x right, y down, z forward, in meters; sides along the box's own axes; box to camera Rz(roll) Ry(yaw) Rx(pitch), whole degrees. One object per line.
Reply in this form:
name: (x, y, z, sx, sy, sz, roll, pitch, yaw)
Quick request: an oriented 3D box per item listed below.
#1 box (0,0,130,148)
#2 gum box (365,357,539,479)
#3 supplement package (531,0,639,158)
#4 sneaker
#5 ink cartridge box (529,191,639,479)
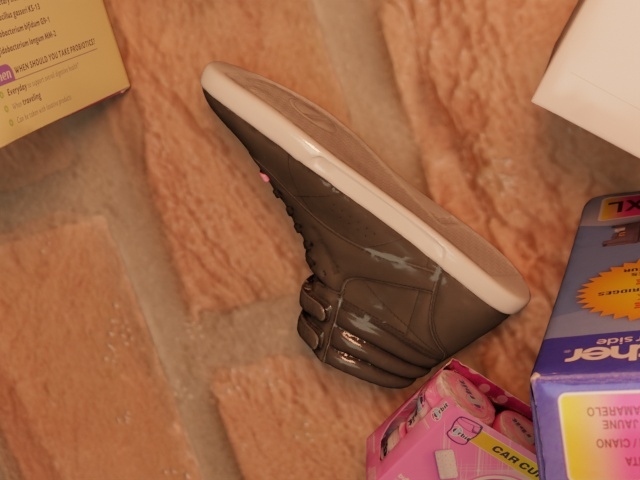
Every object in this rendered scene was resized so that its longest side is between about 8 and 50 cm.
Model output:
box: (-0.265, -0.191, 0.825, 0.117, 0.213, 0.243, -10, 106, 20)
gum box: (0.132, 0.180, 0.889, 0.188, 0.062, 0.107, 33, 117, -17)
supplement package: (0.277, -0.184, 0.678, 0.177, 0.175, 0.293, 29, 115, 5)
sneaker: (0.000, 0.000, 0.870, 0.295, 0.104, 0.147, 39, 111, -4)
ink cartridge box: (0.272, 0.084, 0.655, 0.269, 0.395, 0.151, -5, 107, 19)
